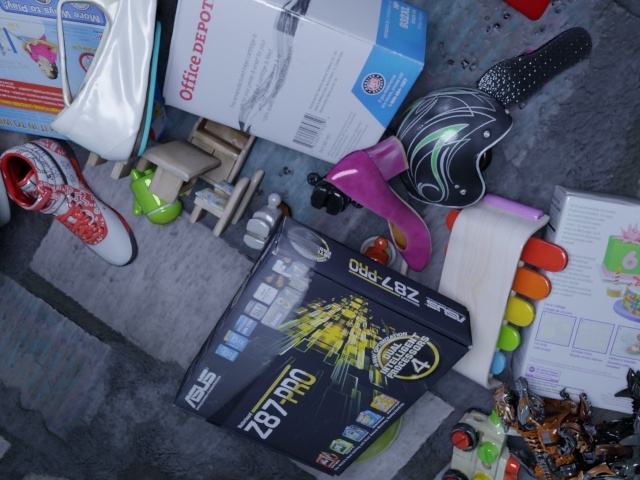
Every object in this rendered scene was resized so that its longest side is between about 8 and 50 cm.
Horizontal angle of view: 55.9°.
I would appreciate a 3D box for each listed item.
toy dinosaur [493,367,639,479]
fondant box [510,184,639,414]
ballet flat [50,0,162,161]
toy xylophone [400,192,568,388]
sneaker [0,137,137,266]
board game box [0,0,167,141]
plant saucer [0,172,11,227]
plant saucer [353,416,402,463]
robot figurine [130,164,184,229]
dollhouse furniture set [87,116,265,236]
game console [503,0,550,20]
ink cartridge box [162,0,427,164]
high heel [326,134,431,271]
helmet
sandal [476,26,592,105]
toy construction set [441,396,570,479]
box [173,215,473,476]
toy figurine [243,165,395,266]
[{"bbox_3d":[0.417,0.313,0.901,0.322,0.164,0.218,33,119,-16],"label":"toy dinosaur"},{"bbox_3d":[0.458,0.098,0.946,0.238,0.096,0.330,10,108,8],"label":"fondant box"},{"bbox_3d":[-0.242,-0.299,0.729,0.139,0.139,0.400,14,95,6],"label":"ballet flat"},{"bbox_3d":[0.235,0.077,0.968,0.236,0.081,0.322,34,121,35],"label":"toy xylophone"},{"bbox_3d":[-0.439,-0.051,1.044,0.090,0.145,0.270,-29,99,17],"label":"sneaker"},{"bbox_3d":[-0.417,-0.295,0.922,0.308,0.086,0.302,11,142,7],"label":"board game box"},{"bbox_3d":[-0.604,-0.117,1.006,0.400,0.101,0.400,34,133,45],"label":"plant saucer"},{"bbox_3d":[0.031,0.299,1.112,0.241,0.037,0.240,3,107,9],"label":"plant saucer"},{"bbox_3d":[-0.285,-0.079,1.048,0.101,0.067,0.115,-24,100,8],"label":"robot figurine"},{"bbox_3d":[-0.178,-0.150,0.916,0.212,0.242,0.161,30,108,1],"label":"dollhouse furniture set"},{"bbox_3d":[0.292,-0.418,0.874,0.124,0.085,0.144,41,111,30],"label":"game console"},{"bbox_3d":[-0.040,-0.253,0.837,0.308,0.129,0.223,18,144,-11],"label":"ink cartridge box"},{"bbox_3d":[0.090,-0.029,0.893,0.117,0.082,0.244,-29,131,-12],"label":"high heel"},{"bbox_3d":[0.193,-0.147,0.891,0.170,0.169,0.161,3,123,10],"label":"helmet"},{"bbox_3d":[0.318,-0.257,0.906,0.179,0.040,0.067,-28,105,2],"label":"sandal"},{"bbox_3d":[0.328,0.398,1.025,0.215,0.151,0.327,18,102,31],"label":"toy construction set"},{"bbox_3d":[-0.010,0.186,0.943,0.318,0.097,0.395,29,124,-11],"label":"box"},{"bbox_3d":[0.000,0.000,0.984,0.210,0.148,0.213,-24,102,22],"label":"toy figurine"}]
